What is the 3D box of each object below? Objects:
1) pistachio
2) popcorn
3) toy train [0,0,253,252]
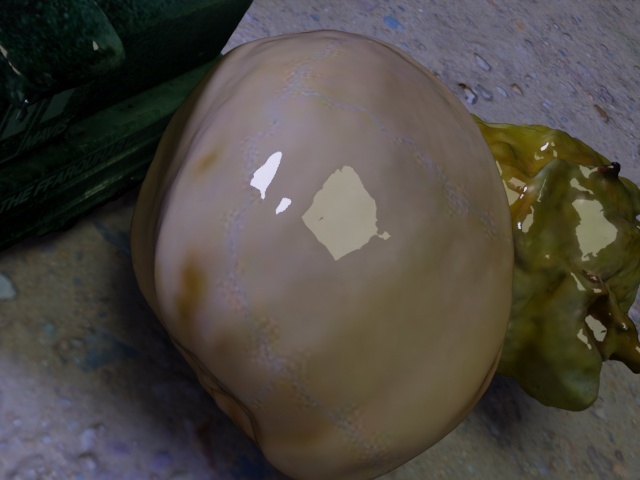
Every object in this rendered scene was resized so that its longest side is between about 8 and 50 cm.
[{"bbox_3d":[0.000,0.000,0.608,0.237,0.229,0.321,-6,52,3],"label":"pistachio"},{"bbox_3d":[0.165,0.008,0.766,0.233,0.192,0.266,-5,53,-42],"label":"popcorn"},{"bbox_3d":[-0.159,-0.114,0.616,0.138,0.178,0.330,45,39,4],"label":"toy train"}]
